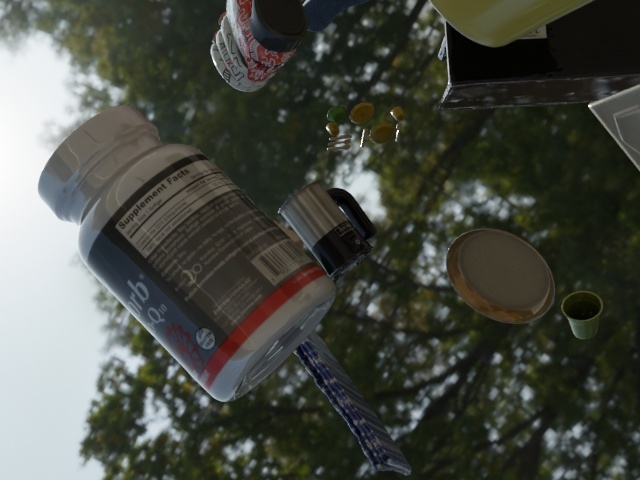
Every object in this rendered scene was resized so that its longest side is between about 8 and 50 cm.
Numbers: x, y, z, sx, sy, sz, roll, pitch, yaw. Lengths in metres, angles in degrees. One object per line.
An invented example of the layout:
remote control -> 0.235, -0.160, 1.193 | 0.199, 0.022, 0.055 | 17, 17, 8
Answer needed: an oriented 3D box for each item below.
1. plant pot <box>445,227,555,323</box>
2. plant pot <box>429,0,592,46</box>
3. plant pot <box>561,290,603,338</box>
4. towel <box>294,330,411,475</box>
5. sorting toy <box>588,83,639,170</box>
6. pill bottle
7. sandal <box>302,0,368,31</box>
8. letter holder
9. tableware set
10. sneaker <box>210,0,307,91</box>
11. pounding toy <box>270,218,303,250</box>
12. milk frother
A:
plant pot -> 0.369, 0.066, 2.320 | 0.236, 0.236, 0.032 | 34, -132, 6
plant pot -> 0.230, -0.341, 1.217 | 0.254, 0.239, 0.254 | 26, -134, -30
plant pot -> 0.546, 0.161, 2.365 | 0.083, 0.079, 0.083 | -10, -136, 10
towel -> 0.017, 0.218, 1.745 | 0.336, 0.040, 0.243 | 53, -178, 18
sorting toy -> 0.402, -0.097, 1.240 | 0.038, 0.208, 0.193 | -42, -82, -12
pill bottle -> -0.173, 0.010, 1.445 | 0.363, 0.210, 0.210 | 44, -143, 11
sandal -> 0.044, -0.539, 2.452 | 0.097, 0.254, 0.054 | 41, -132, -25
letter holder -> 0.327, -0.289, 1.695 | 0.301, 0.214, 0.152 | -3, -96, 1
tableware set -> 0.082, -0.217, 2.098 | 0.154, 0.104, 0.024 | -9, -134, -17
sneaker -> -0.093, -0.318, 1.428 | 0.090, 0.145, 0.270 | 4, -120, -28
pounding toy -> -0.094, 0.073, 2.049 | 0.094, 0.206, 0.181 | 30, -140, 31
milk frother -> 0.000, 0.000, 1.760 | 0.135, 0.143, 0.129 | 53, -151, 11
